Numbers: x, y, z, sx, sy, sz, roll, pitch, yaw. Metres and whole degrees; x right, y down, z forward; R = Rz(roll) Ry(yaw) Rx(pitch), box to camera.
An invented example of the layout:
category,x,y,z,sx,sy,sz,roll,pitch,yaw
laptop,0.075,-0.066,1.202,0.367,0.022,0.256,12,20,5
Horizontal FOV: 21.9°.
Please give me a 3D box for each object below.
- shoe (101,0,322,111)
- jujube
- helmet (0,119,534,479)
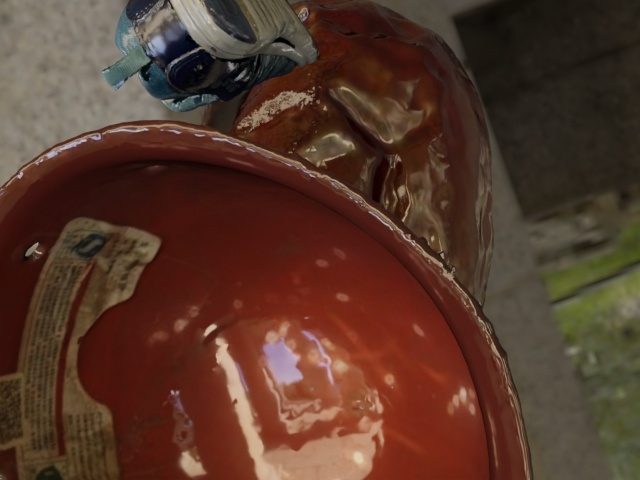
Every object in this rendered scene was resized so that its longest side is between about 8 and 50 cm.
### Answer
category,x,y,z,sx,sy,sz,roll,pitch,yaw
shoe,-0.070,-0.132,1.056,0.106,0.091,0.207,-33,177,19
jujube,0.001,0.001,1.318,0.276,0.377,0.276,4,161,1
helmet,-0.020,0.107,0.949,0.384,0.338,0.230,10,-174,26
